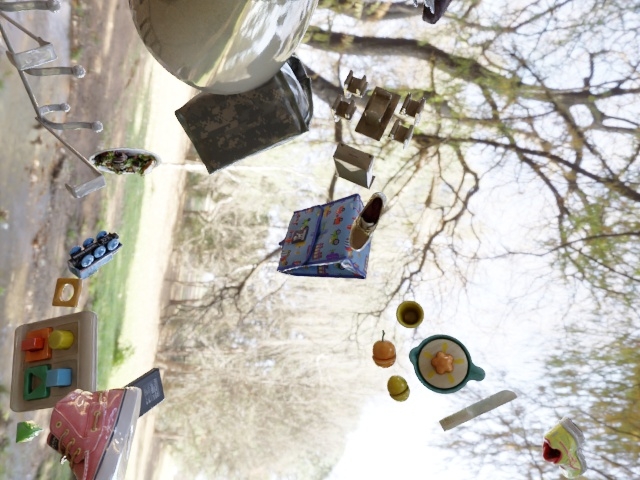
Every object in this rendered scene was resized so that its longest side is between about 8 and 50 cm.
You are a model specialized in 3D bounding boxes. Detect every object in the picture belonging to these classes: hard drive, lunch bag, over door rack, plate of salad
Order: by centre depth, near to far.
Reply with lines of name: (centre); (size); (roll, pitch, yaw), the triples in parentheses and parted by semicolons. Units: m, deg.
over door rack: (-0.441, -0.258, 0.764); (0.324, 0.108, 0.240); (46, -30, 36)
lunch bag: (-0.141, -0.289, 0.977); (0.287, 0.235, 0.169); (-84, 151, -59)
hard drive: (-0.461, 0.400, 1.173); (0.135, 0.022, 0.094); (-25, 109, -69)
plate of salad: (-0.561, -0.219, 1.312); (0.200, 0.199, 0.048); (147, -64, -69)
lunch bag: (0.000, 0.000, 1.394); (0.292, 0.138, 0.221); (-6, -122, 31)

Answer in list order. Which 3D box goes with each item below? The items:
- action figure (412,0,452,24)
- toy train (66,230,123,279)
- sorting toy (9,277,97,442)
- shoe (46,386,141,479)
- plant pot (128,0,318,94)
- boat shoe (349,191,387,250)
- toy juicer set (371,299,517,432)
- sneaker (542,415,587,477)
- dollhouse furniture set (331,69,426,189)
action figure: (0.060, -0.297, 0.406); (0.185, 0.285, 0.099); (44, -65, 16)
toy train: (-0.740, 0.044, 1.493); (0.184, 0.080, 0.105); (-45, 163, -42)
sorting toy: (-0.549, 0.242, 0.919); (0.047, 0.195, 0.348); (44, 36, -68)
shoe: (-0.240, 0.217, 0.465); (0.178, 0.081, 0.064); (-119, -144, -66)
plant pot: (-0.101, -0.329, 0.566); (0.274, 0.256, 0.257); (-155, -108, -64)
boat shoe: (0.095, -0.038, 0.949); (0.045, 0.050, 0.136); (-39, 152, -76)
toy juicer set: (0.259, 0.314, 1.054); (0.209, 0.329, 0.089); (-46, 159, -4)
sneaker: (0.584, 0.518, 1.112); (0.209, 0.094, 0.081); (67, -9, -29)
dollhouse furniture set: (0.132, -0.283, 1.212); (0.242, 0.212, 0.161); (-64, 170, -7)
